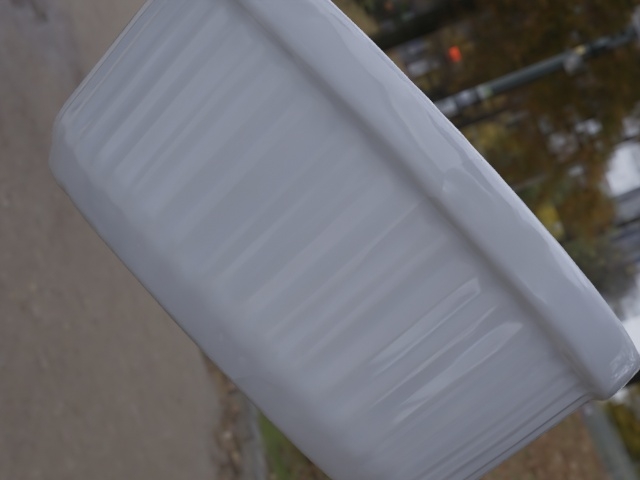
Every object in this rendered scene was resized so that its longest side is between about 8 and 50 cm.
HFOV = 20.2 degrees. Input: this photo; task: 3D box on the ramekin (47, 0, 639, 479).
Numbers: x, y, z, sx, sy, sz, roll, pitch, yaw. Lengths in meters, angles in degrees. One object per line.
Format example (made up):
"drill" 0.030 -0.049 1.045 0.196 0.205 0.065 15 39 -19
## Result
"ramekin" 0.000 0.000 0.774 0.273 0.127 0.273 46 -2 2
